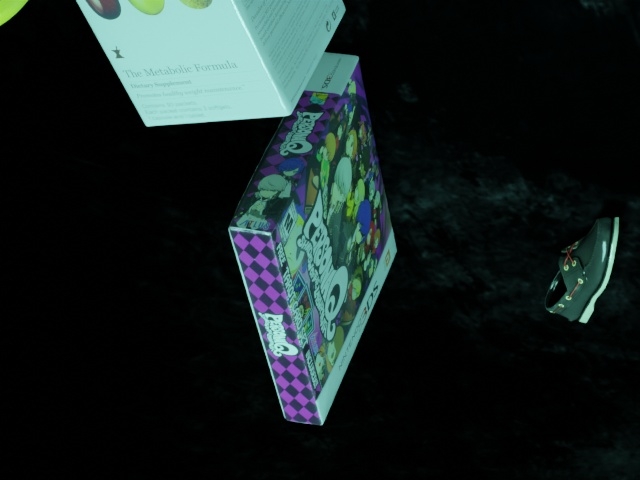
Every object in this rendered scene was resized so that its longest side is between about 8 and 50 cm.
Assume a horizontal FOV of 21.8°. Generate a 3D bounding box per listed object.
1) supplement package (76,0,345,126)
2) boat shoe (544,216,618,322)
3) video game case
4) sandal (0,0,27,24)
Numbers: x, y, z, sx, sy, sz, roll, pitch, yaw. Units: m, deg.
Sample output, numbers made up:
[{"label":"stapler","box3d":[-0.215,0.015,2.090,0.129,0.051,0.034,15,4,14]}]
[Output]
[{"label":"supplement package","box3d":[-0.102,-0.221,1.233,0.139,0.134,0.244,-3,133,29]},{"label":"boat shoe","box3d":[0.222,0.024,1.405,0.042,0.049,0.133,15,145,0]},{"label":"video game case","box3d":[0.000,0.000,1.368,0.042,0.210,0.232,7,137,20]},{"label":"sandal","box3d":[-0.384,-0.221,1.406,0.317,0.126,0.138,-17,122,30]}]
